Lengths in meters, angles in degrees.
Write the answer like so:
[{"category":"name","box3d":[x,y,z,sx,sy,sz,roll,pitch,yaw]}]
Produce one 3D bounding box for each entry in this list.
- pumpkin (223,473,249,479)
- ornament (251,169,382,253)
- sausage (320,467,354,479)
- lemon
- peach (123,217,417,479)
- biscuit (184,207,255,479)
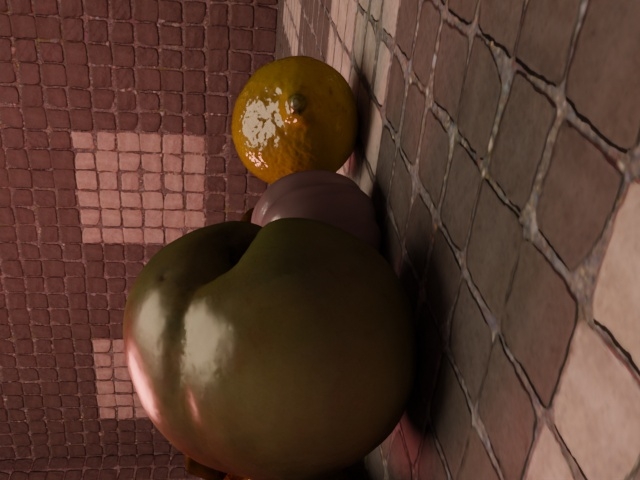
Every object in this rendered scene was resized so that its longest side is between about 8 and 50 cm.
[{"category":"pumpkin","box3d":[-0.117,0.543,1.488,0.325,0.242,0.232,-82,-30,-50]},{"category":"ornament","box3d":[0.000,0.000,0.868,0.177,0.177,0.177,-179,90,-82]},{"category":"sausage","box3d":[-0.015,0.333,0.802,0.136,0.123,0.501,60,180,10]},{"category":"lemon","box3d":[-0.035,-0.167,0.988,0.244,0.187,0.187,153,118,-76]},{"category":"peach","box3d":[-0.047,0.114,0.689,0.247,0.292,0.292,-67,-16,-63]},{"category":"biscuit","box3d":[-0.129,0.154,1.042,0.350,0.070,0.394,87,-166,-76]}]
